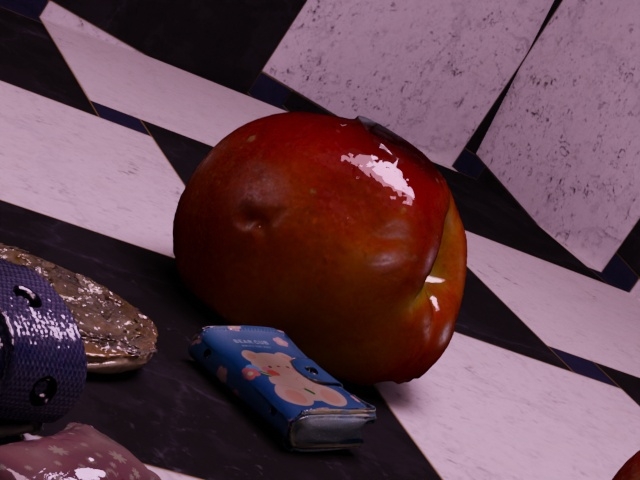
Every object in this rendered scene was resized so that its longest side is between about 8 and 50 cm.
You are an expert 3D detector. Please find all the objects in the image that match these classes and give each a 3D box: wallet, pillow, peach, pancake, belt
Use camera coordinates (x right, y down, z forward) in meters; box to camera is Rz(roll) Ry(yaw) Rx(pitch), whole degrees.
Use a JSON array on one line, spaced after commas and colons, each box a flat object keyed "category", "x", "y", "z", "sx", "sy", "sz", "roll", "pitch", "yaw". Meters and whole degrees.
[{"category": "wallet", "x": -0.042, "y": 0.169, "z": 1.717, "sx": 0.141, "sy": 0.059, "sz": 0.202, "roll": 4, "pitch": 23, "yaw": -44}, {"category": "pillow", "x": -0.216, "y": 0.199, "z": 1.298, "sx": 0.118, "sy": 0.043, "sz": 0.185, "roll": 34, "pitch": 15, "yaw": 21}, {"category": "peach", "x": 0.018, "y": -0.008, "z": 1.979, "sx": 0.406, "sy": 0.310, "sz": 0.335, "roll": 32, "pitch": 18, "yaw": 24}, {"category": "pancake", "x": -0.308, "y": 0.064, "z": 1.633, "sx": 0.282, "sy": 0.049, "sz": 0.282, "roll": 26, "pitch": 13, "yaw": -6}, {"category": "belt", "x": -0.312, "y": 0.085, "z": 1.373, "sx": 0.230, "sy": 0.139, "sz": 0.126, "roll": 32, "pitch": 10, "yaw": 35}]

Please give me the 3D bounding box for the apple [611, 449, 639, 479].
[{"category": "apple", "x": 0.425, "y": 0.318, "z": 1.428, "sx": 0.348, "sy": 0.348, "sz": 0.277, "roll": 26, "pitch": 8, "yaw": -1}]
